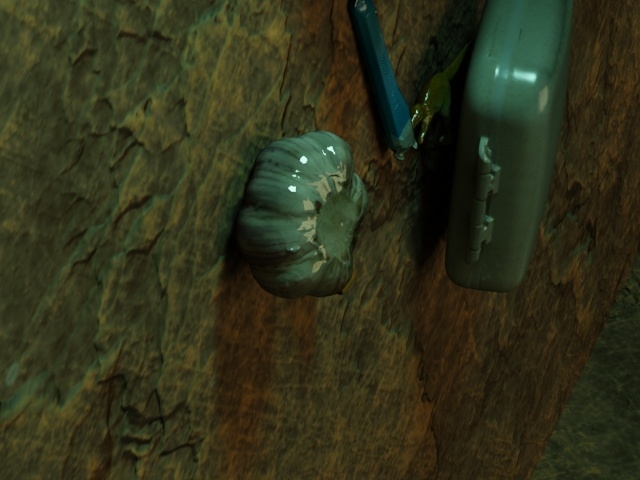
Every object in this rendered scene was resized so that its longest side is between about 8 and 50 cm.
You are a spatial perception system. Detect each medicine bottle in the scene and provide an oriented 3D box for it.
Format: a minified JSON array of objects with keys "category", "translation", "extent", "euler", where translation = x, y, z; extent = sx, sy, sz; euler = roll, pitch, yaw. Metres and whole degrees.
[{"category":"medicine bottle","translation":[0.234,-0.127,2.203],"extent":[0.375,0.123,0.282],"euler":[91,11,-46]}]

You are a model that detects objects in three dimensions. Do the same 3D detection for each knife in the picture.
[{"category":"knife","translation":[0.068,-0.175,1.915],"extent":[0.044,0.026,0.296],"euler":[-51,150,-20]}]

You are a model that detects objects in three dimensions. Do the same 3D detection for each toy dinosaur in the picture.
[{"category":"toy dinosaur","translation":[0.140,-0.184,2.093],"extent":[0.126,0.039,0.162],"euler":[42,63,-67]}]

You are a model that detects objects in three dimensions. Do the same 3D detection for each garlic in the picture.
[{"category":"garlic","translation":[-0.021,-0.022,1.672],"extent":[0.147,0.102,0.159],"euler":[-28,120,-47]}]

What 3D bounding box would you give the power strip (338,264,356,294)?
[{"category":"power strip","translation":[0.000,0.000,1.821],"extent":[0.028,0.049,0.178],"euler":[-59,156,-24]}]
